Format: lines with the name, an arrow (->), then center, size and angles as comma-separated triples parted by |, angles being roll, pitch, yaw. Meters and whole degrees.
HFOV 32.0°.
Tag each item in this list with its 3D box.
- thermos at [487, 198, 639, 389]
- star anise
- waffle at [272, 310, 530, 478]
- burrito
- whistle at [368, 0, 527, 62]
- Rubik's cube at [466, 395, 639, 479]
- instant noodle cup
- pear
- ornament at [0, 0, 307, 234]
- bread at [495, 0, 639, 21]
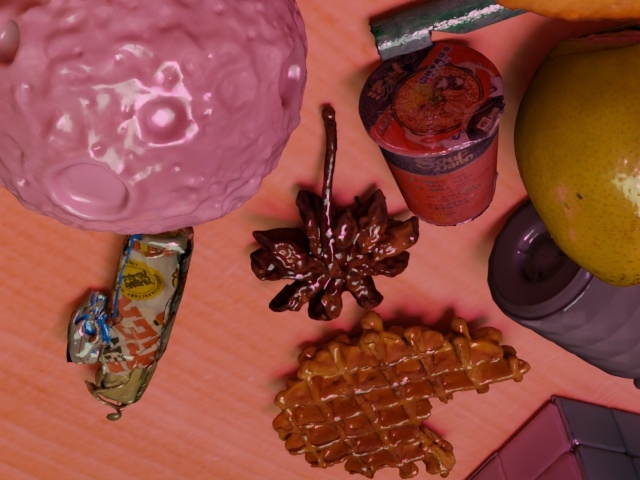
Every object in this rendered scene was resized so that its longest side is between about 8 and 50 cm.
thermos -> 0.322, 0.055, 1.146 | 0.286, 0.145, 0.182 | 27, 117, -35
star anise -> -0.002, -0.003, 1.078 | 0.177, 0.073, 0.234 | -33, 125, 10
waffle -> 0.077, 0.179, 1.282 | 0.260, 0.069, 0.293 | 11, 135, -17
burrito -> -0.202, 0.081, 1.136 | 0.104, 0.054, 0.288 | 7, 134, -16
whistle -> 0.133, -0.195, 0.927 | 0.186, 0.039, 0.039 | -18, 135, 7
Rubik's cube -> 0.350, 0.363, 1.401 | 0.231, 0.224, 0.221 | 15, 131, -24
instant noodle cup -> 0.107, -0.085, 0.987 | 0.127, 0.127, 0.135 | -15, 144, 5
pear -> 0.256, -0.072, 0.958 | 0.188, 0.187, 0.219 | -8, 110, -2
ornament -> -0.136, -0.136, 0.790 | 0.259, 0.259, 0.225 | -1, 119, -9
bread -> 0.195, -0.293, 0.645 | 0.398, 0.215, 0.398 | 6, 158, 2
